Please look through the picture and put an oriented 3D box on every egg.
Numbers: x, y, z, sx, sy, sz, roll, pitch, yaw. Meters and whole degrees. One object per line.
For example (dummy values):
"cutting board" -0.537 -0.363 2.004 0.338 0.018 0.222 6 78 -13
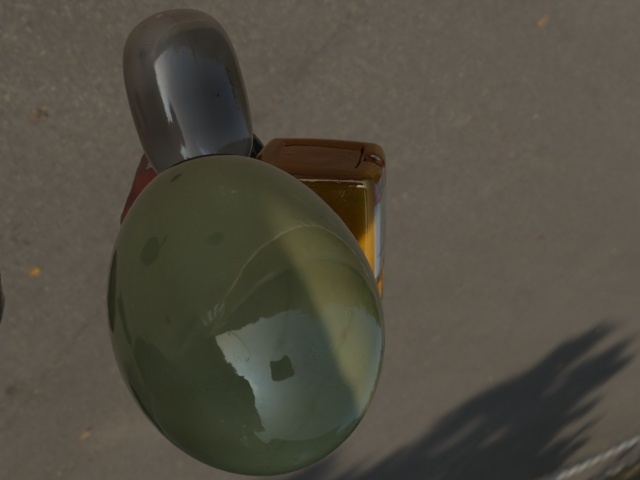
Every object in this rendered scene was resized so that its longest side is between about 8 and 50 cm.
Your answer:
"egg" -0.054 0.046 0.729 0.186 0.241 0.186 -15 149 -9

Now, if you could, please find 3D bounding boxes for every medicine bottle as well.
"medicine bottle" 0.000 0.000 1.228 0.112 0.149 0.222 -69 160 -60

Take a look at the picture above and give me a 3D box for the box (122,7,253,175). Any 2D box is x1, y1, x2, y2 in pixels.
"box" -0.146 -0.157 1.170 0.088 0.200 0.146 -4 -164 38

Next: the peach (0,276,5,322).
"peach" -0.373 0.031 0.965 0.152 0.152 0.152 -33 155 -18

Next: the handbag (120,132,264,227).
"handbag" -0.197 -0.088 1.683 0.181 0.254 0.181 -21 128 33
